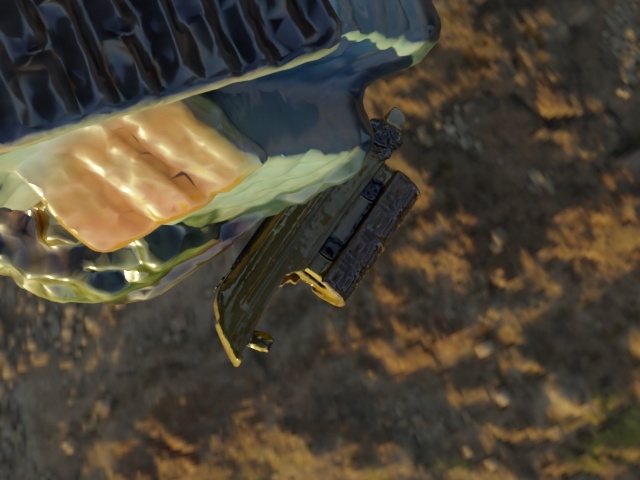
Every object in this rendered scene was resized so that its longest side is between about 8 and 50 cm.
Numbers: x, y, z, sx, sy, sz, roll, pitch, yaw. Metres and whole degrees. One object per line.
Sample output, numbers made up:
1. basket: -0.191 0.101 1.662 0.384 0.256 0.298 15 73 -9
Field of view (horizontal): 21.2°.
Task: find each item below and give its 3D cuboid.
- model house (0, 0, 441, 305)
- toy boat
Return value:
1. model house: -0.165 -0.144 0.746 0.297 0.339 0.360 -24 86 21
2. toy boat: 0.000 0.000 1.281 0.088 0.068 0.226 34 78 1
